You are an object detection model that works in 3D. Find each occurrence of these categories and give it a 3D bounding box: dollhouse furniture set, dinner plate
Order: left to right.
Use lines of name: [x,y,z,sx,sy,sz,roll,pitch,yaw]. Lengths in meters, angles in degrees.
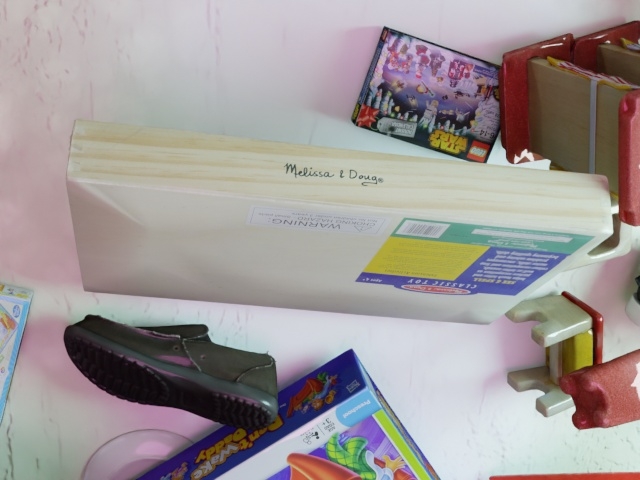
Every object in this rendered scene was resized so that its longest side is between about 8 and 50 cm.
dinner plate: [-0.181,0.265,0.989,0.141,0.017,0.141,-2,111,-5]
dollhouse furniture set: [0.281,0.006,0.850,0.152,0.201,0.374,-14,116,-15]

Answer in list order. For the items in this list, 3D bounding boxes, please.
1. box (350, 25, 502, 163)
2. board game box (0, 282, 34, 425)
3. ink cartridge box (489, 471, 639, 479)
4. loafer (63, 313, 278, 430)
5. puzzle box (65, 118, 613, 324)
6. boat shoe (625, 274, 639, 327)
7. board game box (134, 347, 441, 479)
box: [0.108,-0.133,0.871,0.137,0.027,0.094,15,108,-13]
board game box: [-0.347,0.109,0.902,0.103,0.026,0.154,16,108,-13]
ink cartridge box: [0.367,0.422,1.008,0.308,0.091,0.385,-8,116,28]
loafer: [-0.142,0.119,0.916,0.220,0.078,0.080,20,139,-3]
puzzle box: [0.000,0.000,0.798,0.408,0.272,0.052,6,69,-10]
boat shoe: [0.468,0.077,0.951,0.302,0.114,0.091,11,114,-12]
board game box: [-0.050,0.300,0.973,0.347,0.078,0.233,-32,116,4]
